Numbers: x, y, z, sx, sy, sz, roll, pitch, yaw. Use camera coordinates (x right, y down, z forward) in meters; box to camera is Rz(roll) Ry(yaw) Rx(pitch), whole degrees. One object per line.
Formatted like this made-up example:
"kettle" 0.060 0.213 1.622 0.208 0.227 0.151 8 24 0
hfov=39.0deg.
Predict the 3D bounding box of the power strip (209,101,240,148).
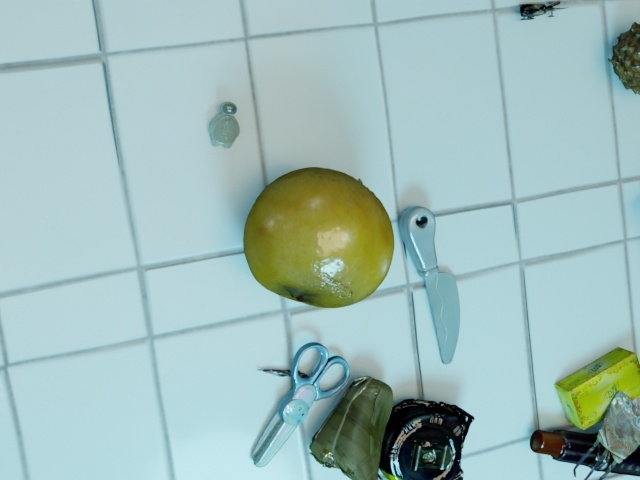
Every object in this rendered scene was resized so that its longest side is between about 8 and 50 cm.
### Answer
"power strip" -0.170 -0.207 1.605 0.055 0.035 0.083 7 107 -18

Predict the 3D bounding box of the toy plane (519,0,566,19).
"toy plane" 0.428 -0.449 1.758 0.121 0.049 0.031 -13 101 -34

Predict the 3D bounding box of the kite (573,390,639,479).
"kite" 0.586 0.418 1.840 0.229 0.016 0.127 -42 102 -23

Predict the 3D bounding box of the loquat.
"loquat" 0.000 0.000 1.560 0.263 0.263 0.263 -2 97 -18

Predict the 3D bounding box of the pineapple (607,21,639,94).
"pineapple" 0.664 -0.364 1.767 0.166 0.193 0.166 0 89 -16

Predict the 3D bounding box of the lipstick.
"lipstick" 0.569 0.439 1.883 0.300 0.081 0.081 13 92 -19

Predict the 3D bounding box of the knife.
"knife" 0.228 0.086 1.762 0.080 0.044 0.331 -26 109 -21

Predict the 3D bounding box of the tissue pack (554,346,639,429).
"tissue pack" 0.588 0.308 1.885 0.176 0.062 0.095 -26 103 -13

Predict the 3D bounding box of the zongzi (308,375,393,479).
"zongzi" 0.090 0.357 1.660 0.099 0.197 0.194 39 80 -33

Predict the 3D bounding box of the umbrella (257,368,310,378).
"umbrella" -0.060 0.249 1.695 0.122 0.013 0.022 16 111 -20

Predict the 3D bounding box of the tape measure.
"tape measure" 0.194 0.409 1.746 0.186 0.112 0.199 5 93 -16

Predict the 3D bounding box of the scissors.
"scissors" -0.048 0.314 1.691 0.125 0.030 0.256 35 88 -30
